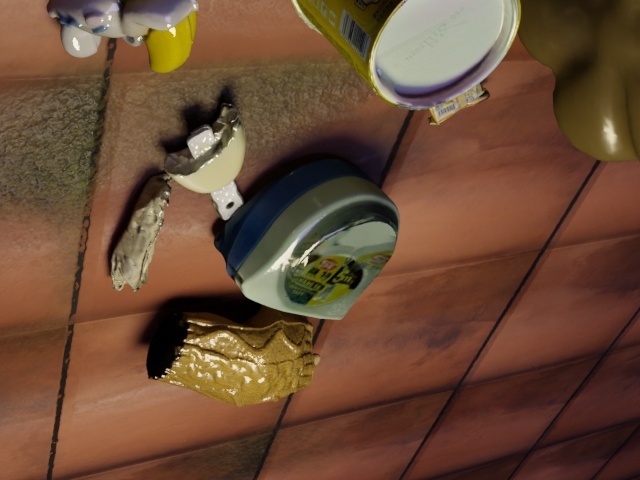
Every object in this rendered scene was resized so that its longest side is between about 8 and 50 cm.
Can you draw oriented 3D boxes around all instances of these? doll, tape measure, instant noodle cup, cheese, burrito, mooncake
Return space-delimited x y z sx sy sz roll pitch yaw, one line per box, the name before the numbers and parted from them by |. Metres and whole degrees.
doll | -0.225 -0.268 0.981 0.111 0.252 0.237 -56 143 -23
tape measure | -0.001 0.002 1.512 0.262 0.138 0.259 -46 148 21
instant noodle cup | 0.111 -0.304 1.171 0.264 0.200 0.264 -18 142 -15
cheese | -0.150 -0.098 1.374 0.127 0.049 0.235 -33 154 -8
burrito | -0.265 -0.001 1.403 0.058 0.063 0.229 -31 156 -52
mooncake | 0.468 -0.302 1.221 0.262 0.467 0.467 -21 144 -18

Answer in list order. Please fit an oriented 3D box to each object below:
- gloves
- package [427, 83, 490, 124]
gloves | -0.138 0.210 1.673 0.356 0.155 0.203 3 137 -42
package | 0.204 -0.241 1.461 0.108 0.031 0.120 -30 140 -1
